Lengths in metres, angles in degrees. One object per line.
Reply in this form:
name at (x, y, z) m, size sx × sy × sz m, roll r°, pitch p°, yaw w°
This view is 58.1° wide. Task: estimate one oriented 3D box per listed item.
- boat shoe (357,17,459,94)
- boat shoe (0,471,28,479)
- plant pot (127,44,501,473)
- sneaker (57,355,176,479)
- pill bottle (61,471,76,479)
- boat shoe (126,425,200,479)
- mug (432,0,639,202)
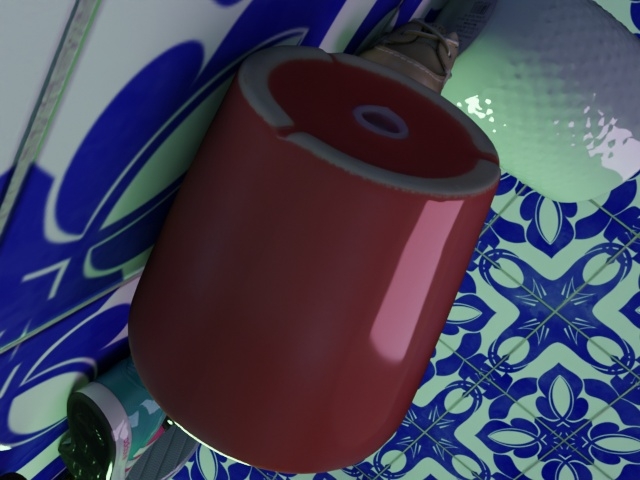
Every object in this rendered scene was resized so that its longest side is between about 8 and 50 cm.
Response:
boat shoe at (0.108, -0.213, 0.677) m, size 0.098 × 0.109 × 0.302 m, roll -58°, pitch 179°, yaw 20°
boat shoe at (-0.348, 0.296, 0.538) m, size 0.072 × 0.068 × 0.190 m, roll -40°, pitch 177°, yaw 9°
plant pot at (0.000, 0.000, 0.464) m, size 0.275 × 0.275 × 0.243 m, roll -44°, pitch 163°, yaw -53°
sneaker at (-0.234, 0.225, 0.751) m, size 0.178 × 0.124 × 0.295 m, roll -33°, pitch 163°, yaw -42°
pill bottle at (-0.358, 0.409, 0.945) m, size 0.215 × 0.117 × 0.117 m, roll -46°, pitch 173°, yaw -47°
boat shoe at (-0.239, 0.280, 0.945) m, size 0.094 × 0.109 × 0.302 m, roll -48°, pitch -169°, yaw 37°
mug at (0.327, -0.280, 0.944) m, size 0.276 × 0.328 × 0.374 m, roll -51°, pitch -152°, yaw 26°
